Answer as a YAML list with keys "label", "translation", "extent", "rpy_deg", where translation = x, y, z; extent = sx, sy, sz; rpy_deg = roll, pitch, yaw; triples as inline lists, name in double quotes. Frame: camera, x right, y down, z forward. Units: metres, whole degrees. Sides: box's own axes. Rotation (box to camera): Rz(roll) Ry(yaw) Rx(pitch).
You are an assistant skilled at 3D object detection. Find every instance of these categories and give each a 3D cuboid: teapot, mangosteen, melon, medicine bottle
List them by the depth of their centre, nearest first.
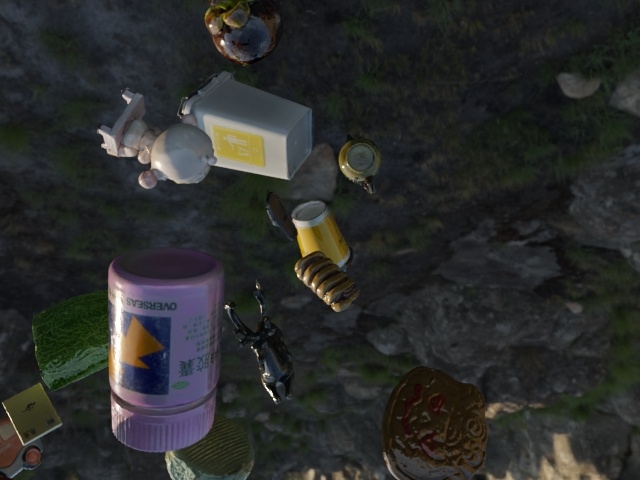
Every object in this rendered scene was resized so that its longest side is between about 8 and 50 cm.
- label: "medicine bottle"
  translation: [-0.251, 0.171, 0.883]
  extent: [0.178, 0.290, 0.178]
  rpy_deg: [6, -165, -2]
- label: "melon"
  translation: [-0.454, 0.197, 1.213]
  extent: [0.323, 0.196, 0.124]
  rpy_deg: [-19, 149, -16]
- label: "mangosteen"
  translation: [-0.198, -0.552, 1.356]
  extent: [0.192, 0.192, 0.217]
  rpy_deg: [-11, 167, 19]
- label: "teapot"
  translation: [0.165, -0.315, 2.235]
  extent: [0.173, 0.269, 0.182]
  rpy_deg: [-23, 180, -2]

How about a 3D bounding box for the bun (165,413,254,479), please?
- label: "bun"
  translation: [-0.264, 0.521, 1.302]
  extent: [0.221, 0.221, 0.108]
  rpy_deg: [13, 113, -30]

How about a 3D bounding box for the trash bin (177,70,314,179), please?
- label: "trash bin"
  translation: [-0.213, -0.355, 1.690]
  extent: [0.368, 0.296, 0.255]
  rpy_deg: [18, 136, 17]

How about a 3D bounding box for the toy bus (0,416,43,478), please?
- label: "toy bus"
  translation: [-1.060, 0.689, 1.723]
  extent: [0.194, 0.232, 0.288]
  rpy_deg: [-31, -176, 26]

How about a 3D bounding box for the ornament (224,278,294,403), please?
- label: "ornament"
  translation: [-0.117, 0.168, 1.044]
  extent: [0.080, 0.202, 0.236]
  rpy_deg: [-21, 127, -2]

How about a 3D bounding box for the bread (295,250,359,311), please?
- label: "bread"
  translation: [0.029, 0.125, 1.732]
  extent: [0.134, 0.225, 0.081]
  rpy_deg: [-27, 147, -43]

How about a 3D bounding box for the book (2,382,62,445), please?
- label: "book"
  translation: [-0.595, 0.357, 1.120]
  extent: [0.077, 0.111, 0.014]
  rpy_deg: [-27, 150, -32]

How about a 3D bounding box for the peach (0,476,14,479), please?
- label: "peach"
  translation: [-0.349, 0.425, 0.639]
  extent: [0.281, 0.338, 0.281]
  rpy_deg: [-31, 148, -22]

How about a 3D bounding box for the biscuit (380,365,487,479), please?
- label: "biscuit"
  translation: [0.263, 0.431, 1.238]
  extent: [0.257, 0.273, 0.049]
  rpy_deg: [22, 152, -5]

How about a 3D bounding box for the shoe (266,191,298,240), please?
- label: "shoe"
  translation: [-0.121, -0.063, 1.542]
  extent: [0.053, 0.062, 0.159]
  rpy_deg: [-10, 123, 39]

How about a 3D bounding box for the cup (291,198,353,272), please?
- label: "cup"
  translation: [0.000, 0.000, 1.976]
  extent: [0.196, 0.196, 0.279]
  rpy_deg: [-10, 126, 16]

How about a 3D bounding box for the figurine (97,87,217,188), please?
- label: "figurine"
  translation: [-0.332, -0.210, 1.170]
  extent: [0.257, 0.182, 0.144]
  rpy_deg: [20, 132, 4]

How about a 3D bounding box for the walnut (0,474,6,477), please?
- label: "walnut"
  translation: [-0.589, 0.533, 0.823]
  extent: [0.381, 0.381, 0.381]
  rpy_deg: [-2, 156, -1]
